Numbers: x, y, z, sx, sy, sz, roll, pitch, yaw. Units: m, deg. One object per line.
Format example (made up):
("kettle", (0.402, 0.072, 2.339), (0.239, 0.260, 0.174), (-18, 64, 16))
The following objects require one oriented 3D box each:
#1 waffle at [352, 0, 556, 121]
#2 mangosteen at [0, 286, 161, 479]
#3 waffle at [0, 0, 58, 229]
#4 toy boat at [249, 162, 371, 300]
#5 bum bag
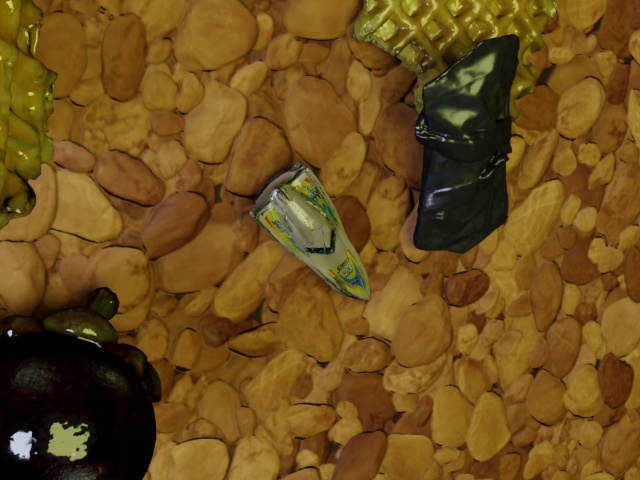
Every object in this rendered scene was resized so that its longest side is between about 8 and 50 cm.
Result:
("waffle", (0.163, -0.254, 1.369), (0.291, 0.051, 0.291), (-8, 106, -28))
("mangosteen", (-0.257, 0.157, 1.167), (0.211, 0.211, 0.250), (31, 61, -32))
("waffle", (-0.352, -0.171, 0.972), (0.379, 0.095, 0.382), (-49, 130, -61))
("toy boat", (0.000, 0.000, 1.336), (0.084, 0.066, 0.210), (-47, 121, -9))
("bum bag", (0.170, -0.100, 1.366), (0.137, 0.074, 0.310), (-20, 132, -20))
